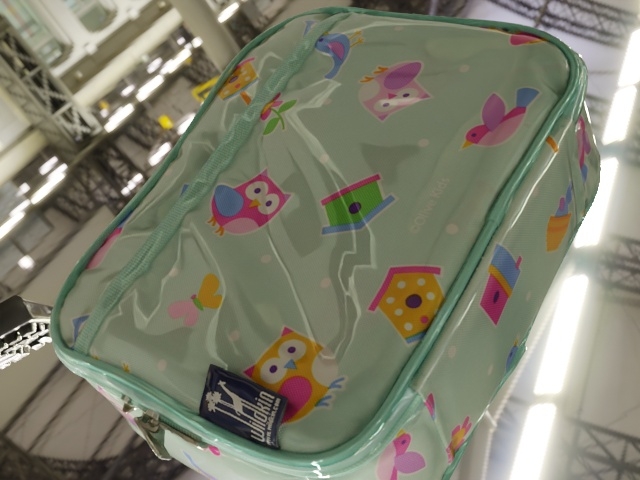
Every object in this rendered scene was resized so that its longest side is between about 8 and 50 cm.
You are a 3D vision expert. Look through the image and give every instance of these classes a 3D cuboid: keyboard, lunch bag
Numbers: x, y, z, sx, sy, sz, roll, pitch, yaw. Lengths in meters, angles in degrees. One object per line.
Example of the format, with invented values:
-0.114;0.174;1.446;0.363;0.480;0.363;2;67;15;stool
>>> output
-0.238;0.085;0.508;0.180;0.023;0.108;-30;166;3;keyboard
0.000;0.000;0.456;0.224;0.108;0.279;19;-118;32;lunch bag
